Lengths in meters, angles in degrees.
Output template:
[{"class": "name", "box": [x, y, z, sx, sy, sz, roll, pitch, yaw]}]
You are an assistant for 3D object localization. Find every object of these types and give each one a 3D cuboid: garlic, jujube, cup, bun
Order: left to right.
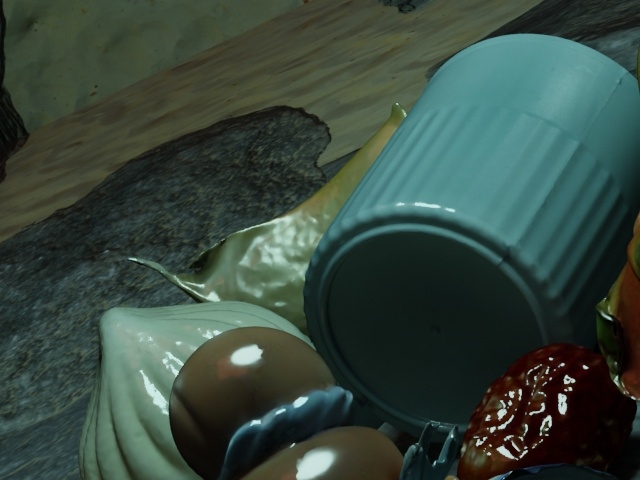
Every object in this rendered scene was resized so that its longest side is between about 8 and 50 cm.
[{"class": "bun", "box": [-0.144, 0.135, 1.851, 0.263, 0.175, 0.263, -42, 9, 8]}, {"class": "garlic", "box": [-0.003, 0.018, 2.047, 0.338, 0.196, 0.151, -30, 1, 2]}, {"class": "cup", "box": [0.122, 0.007, 1.765, 0.331, 0.257, 0.311, -15, 23, 32]}, {"class": "jujube", "box": [0.169, 0.151, 1.520, 0.176, 0.109, 0.112, -46, 0, -42]}]

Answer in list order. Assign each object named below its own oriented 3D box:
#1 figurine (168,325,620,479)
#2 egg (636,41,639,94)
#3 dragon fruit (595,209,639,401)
[{"class": "figurine", "box": [0.022, 0.222, 1.353, 0.277, 0.248, 0.388, -60, 24, -15]}, {"class": "egg", "box": [0.413, -0.131, 1.679, 0.250, 0.250, 0.322, -37, 43, -26]}, {"class": "dragon fruit", "box": [0.339, 0.025, 1.428, 0.305, 0.226, 0.305, -28, 16, 9]}]
